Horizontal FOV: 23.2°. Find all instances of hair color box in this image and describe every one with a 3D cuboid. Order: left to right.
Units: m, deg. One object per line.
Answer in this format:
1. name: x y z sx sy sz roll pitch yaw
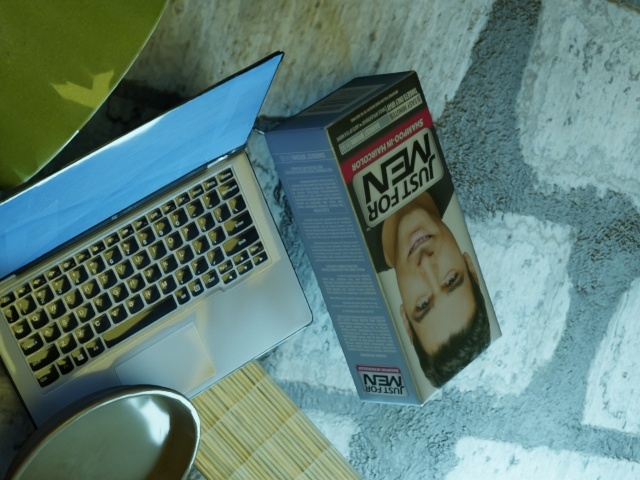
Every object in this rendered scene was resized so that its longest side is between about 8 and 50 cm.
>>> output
1. hair color box: 0.084 -0.002 1.945 0.185 0.114 0.374 -35 114 -40

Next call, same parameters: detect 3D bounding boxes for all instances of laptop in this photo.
1. laptop: -0.177 0.039 1.768 0.382 0.236 0.407 -31 114 -21

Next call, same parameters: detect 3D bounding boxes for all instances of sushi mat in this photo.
1. sushi mat: -0.077 0.267 1.990 0.151 0.019 0.316 -46 107 -17

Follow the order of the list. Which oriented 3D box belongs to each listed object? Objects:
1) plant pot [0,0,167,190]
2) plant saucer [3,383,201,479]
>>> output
1. plant pot: -0.353 -0.245 1.572 0.293 0.275 0.274 39 82 -20
2. plant saucer: -0.267 0.274 1.854 0.278 0.041 0.277 -28 142 -25
